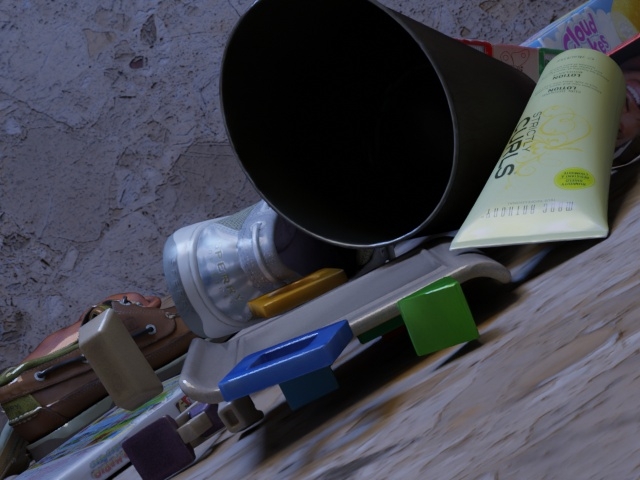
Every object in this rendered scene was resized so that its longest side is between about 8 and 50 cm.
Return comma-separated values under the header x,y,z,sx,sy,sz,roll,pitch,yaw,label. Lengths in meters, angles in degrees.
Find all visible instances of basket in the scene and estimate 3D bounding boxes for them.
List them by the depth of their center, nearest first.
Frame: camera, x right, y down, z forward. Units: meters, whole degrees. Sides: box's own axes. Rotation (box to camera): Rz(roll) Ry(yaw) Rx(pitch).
x,y,z,sx,sy,sz,roll,pitch,yaw,label
0.067,-0.078,1.151,0.154,0.204,0.227,-52,-26,19,basket

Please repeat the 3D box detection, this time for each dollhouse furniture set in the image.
x,y,z,sx,sy,sz,roll,pitch,yaw,label
-0.094,0.084,1.068,0.091,0.114,0.081,-34,-1,23,dollhouse furniture set

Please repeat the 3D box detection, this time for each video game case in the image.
x,y,z,sx,sy,sz,roll,pitch,yaw,label
-0.187,0.174,1.319,0.206,0.026,0.227,-35,4,-31,video game case

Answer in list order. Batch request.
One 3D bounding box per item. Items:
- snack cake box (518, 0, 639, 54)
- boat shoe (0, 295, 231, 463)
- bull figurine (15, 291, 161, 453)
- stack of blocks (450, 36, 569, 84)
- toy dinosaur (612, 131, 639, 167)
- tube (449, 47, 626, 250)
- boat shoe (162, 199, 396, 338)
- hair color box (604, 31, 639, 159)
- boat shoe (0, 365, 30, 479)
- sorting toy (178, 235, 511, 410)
x,y,z,sx,sy,sz,roll,pitch,yaw,label
0.273,-0.199,1.822,0.152,0.089,0.264,-28,6,42,snack cake box
-0.194,0.104,1.653,0.307,0.104,0.111,-36,5,-41,boat shoe
-0.301,0.164,1.793,0.310,0.101,0.188,-34,2,-10,bull figurine
0.092,-0.101,1.458,0.171,0.087,0.297,3,-9,-19,stack of blocks
0.252,-0.095,1.060,0.211,0.064,0.112,-36,-30,27,toy dinosaur
0.151,-0.053,1.020,0.070,0.062,0.240,-50,5,33,tube
-0.001,-0.002,1.287,0.103,0.118,0.320,-19,-1,30,boat shoe
0.234,-0.111,1.160,0.141,0.072,0.043,-32,4,28,hair color box
-0.320,0.212,1.619,0.068,0.072,0.190,-19,33,28,boat shoe
0.016,0.055,0.980,0.196,0.047,0.347,-22,5,0,sorting toy
